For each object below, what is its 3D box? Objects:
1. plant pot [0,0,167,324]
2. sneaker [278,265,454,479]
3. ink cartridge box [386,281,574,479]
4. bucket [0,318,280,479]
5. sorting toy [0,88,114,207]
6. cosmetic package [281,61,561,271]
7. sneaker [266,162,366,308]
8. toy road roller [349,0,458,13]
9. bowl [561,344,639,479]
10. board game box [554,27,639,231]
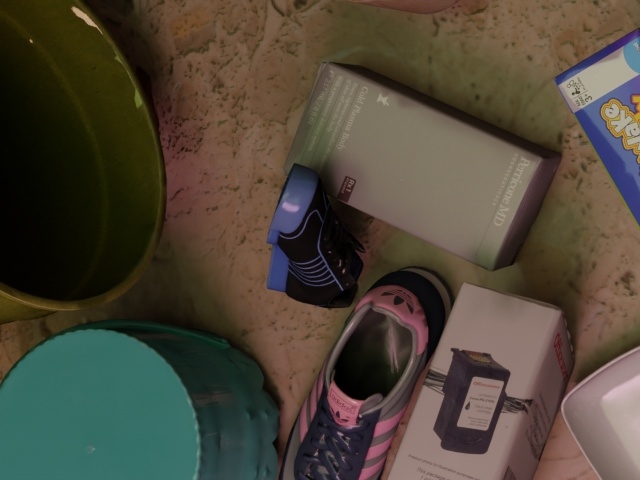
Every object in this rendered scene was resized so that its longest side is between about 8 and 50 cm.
[{"bbox_3d":[-0.403,-0.054,1.546,0.353,0.366,0.366,-23,88,32],"label":"plant pot"},{"bbox_3d":[0.023,0.174,1.602,0.112,0.131,0.319,25,104,15],"label":"sneaker"},{"bbox_3d":[0.148,0.180,1.491,0.100,0.172,0.237,17,74,19],"label":"ink cartridge box"},{"bbox_3d":[-0.195,0.213,1.631,0.281,0.183,0.281,-3,81,20],"label":"bucket"},{"bbox_3d":[-0.343,-0.168,1.720,0.255,0.089,0.257,-19,89,21],"label":"sorting toy"},{"bbox_3d":[0.099,-0.074,1.562,0.238,0.107,0.127,25,101,19],"label":"cosmetic package"},{"bbox_3d":[0.000,0.000,1.559,0.090,0.232,0.081,18,68,5],"label":"sneaker"},{"bbox_3d":[0.016,-0.379,1.512,0.240,0.202,0.329,0,91,32],"label":"toy road roller"},{"bbox_3d":[0.320,0.172,1.535,0.142,0.053,0.142,-35,84,21],"label":"bowl"},{"bbox_3d":[0.322,-0.060,1.349,0.078,0.347,0.233,-31,85,21],"label":"board game box"}]
